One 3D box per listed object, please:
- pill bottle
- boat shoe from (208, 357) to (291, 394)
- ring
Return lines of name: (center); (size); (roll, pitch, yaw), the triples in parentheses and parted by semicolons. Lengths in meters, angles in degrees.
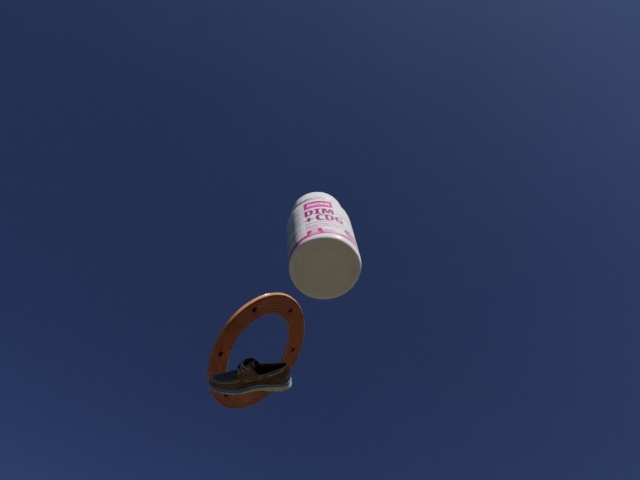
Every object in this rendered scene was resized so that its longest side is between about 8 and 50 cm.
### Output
pill bottle: (0.000, 0.000, 1.417); (0.160, 0.283, 0.161); (-2, -63, -4)
boat shoe: (-0.156, 0.295, 1.334); (0.183, 0.066, 0.066); (-2, -70, -9)
ring: (-0.171, 0.293, 1.617); (0.032, 0.336, 0.337); (26, -44, 39)
